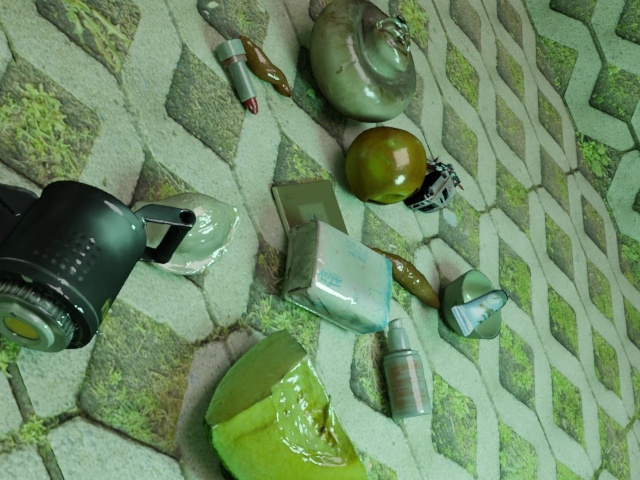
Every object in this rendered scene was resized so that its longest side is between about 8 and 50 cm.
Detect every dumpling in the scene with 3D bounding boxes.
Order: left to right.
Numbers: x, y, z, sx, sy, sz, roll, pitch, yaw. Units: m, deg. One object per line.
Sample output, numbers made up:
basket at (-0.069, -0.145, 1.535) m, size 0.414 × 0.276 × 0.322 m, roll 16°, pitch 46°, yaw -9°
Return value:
dumpling at (-0.266, -0.014, 1.470) m, size 0.215 × 0.126 × 0.167 m, roll 0°, pitch 89°, yaw -51°

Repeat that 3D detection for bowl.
bowl at (0.437, 0.200, 2.146) m, size 0.211 × 0.112 × 0.212 m, roll 21°, pitch 59°, yaw -40°

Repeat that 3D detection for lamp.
lamp at (-0.417, 0.052, 1.199) m, size 0.374 × 0.205 × 0.272 m, roll 16°, pitch 55°, yaw -24°

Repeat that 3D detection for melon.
melon at (-0.045, 0.393, 1.461) m, size 0.344 × 0.226 × 0.331 m, roll 68°, pitch 26°, yaw -19°

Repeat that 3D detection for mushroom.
mushroom at (0.143, -0.510, 2.007) m, size 0.362 × 0.294 × 0.363 m, roll 25°, pitch 55°, yaw -41°

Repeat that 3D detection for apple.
apple at (0.176, -0.193, 1.969) m, size 0.236 × 0.236 × 0.208 m, roll 20°, pitch 72°, yaw -41°

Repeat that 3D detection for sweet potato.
sweet potato at (-0.144, -0.441, 1.851) m, size 0.202 × 0.058 × 0.055 m, roll 45°, pitch 2°, yaw -30°
sweet potato at (0.257, 0.105, 2.028) m, size 0.314 × 0.066 × 0.072 m, roll 37°, pitch 89°, yaw -33°

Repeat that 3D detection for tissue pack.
tissue pack at (0.047, 0.090, 1.733) m, size 0.271 × 0.124 × 0.202 m, roll 29°, pitch 50°, yaw -35°

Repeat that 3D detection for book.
book at (0.000, 0.000, 1.828) m, size 0.216 × 0.021 × 0.311 m, roll -12°, pitch 82°, yaw -49°

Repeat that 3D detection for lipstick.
lipstick at (-0.195, -0.394, 1.774) m, size 0.063 × 0.057 × 0.186 m, roll -27°, pitch 99°, yaw -50°

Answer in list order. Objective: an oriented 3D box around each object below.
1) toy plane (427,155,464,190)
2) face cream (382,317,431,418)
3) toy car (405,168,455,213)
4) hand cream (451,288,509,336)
toy plane at (0.388, -0.230, 2.328) m, size 0.189 × 0.061 × 0.130 m, roll 38°, pitch 25°, yaw -27°
face cream at (0.211, 0.324, 1.850) m, size 0.101 × 0.101 × 0.252 m, roll 7°, pitch 67°, yaw -46°
toy car at (0.340, -0.135, 2.214) m, size 0.108 × 0.089 × 0.209 m, roll 63°, pitch 37°, yaw -14°
hand cream at (0.457, 0.195, 2.055) m, size 0.256 × 0.055 × 0.088 m, roll -19°, pitch 83°, yaw -44°
